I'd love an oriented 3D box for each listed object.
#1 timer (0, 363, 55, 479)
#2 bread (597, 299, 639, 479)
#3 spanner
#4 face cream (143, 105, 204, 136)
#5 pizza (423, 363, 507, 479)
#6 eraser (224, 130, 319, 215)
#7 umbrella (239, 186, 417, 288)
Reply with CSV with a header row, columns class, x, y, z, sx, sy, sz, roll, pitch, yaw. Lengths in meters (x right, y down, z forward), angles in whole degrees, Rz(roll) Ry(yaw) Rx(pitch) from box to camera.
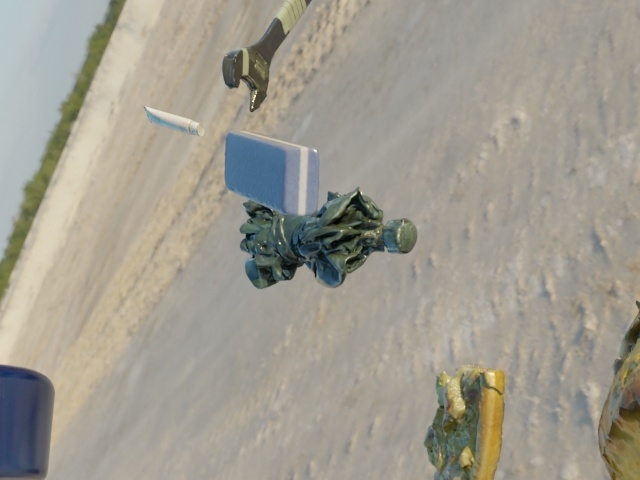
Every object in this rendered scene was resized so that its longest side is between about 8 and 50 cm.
class,x,y,z,sx,sy,sz,roll,pitch,yaw
timer,-0.439,0.355,1.096,0.270,0.271,0.383,-42,54,56
bread,0.423,0.184,0.852,0.204,0.358,0.336,-41,-31,-33
spanner,-0.053,-0.297,1.308,0.024,0.087,0.315,-3,42,32
face cream,-0.239,-0.192,1.516,0.020,0.115,0.038,-57,-31,-29
pizza,0.234,0.322,1.573,0.223,0.090,0.323,-113,28,-64
eraser,-0.065,-0.087,1.165,0.225,0.036,0.081,-156,65,-62
umbrella,-0.002,-0.002,1.396,0.349,0.094,0.143,0,111,48
